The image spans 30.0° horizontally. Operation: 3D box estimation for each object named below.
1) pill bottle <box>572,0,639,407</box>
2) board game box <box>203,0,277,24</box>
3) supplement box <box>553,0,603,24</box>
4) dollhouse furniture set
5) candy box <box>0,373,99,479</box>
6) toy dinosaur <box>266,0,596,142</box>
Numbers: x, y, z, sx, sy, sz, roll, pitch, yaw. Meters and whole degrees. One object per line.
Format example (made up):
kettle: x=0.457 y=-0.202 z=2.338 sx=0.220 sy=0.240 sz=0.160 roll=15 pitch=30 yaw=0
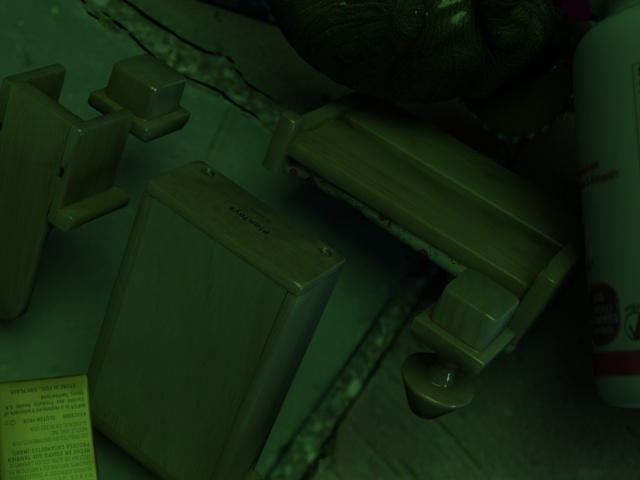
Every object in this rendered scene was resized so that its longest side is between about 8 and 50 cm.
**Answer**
pill bottle: x=0.228 y=-0.050 z=0.683 sx=0.160 sy=0.160 sz=0.283 roll=-1 pitch=83 yaw=-14
board game box: x=-0.010 y=-0.220 z=0.886 sx=0.201 sy=0.035 sz=0.136 roll=17 pitch=63 yaw=-5
supplement box: x=0.263 y=-0.244 z=0.859 sx=0.111 sy=0.220 sz=0.113 roll=17 pitch=64 yaw=-5
dollhouse furniture set: x=0.000 y=0.000 z=0.787 sx=0.303 sy=0.173 sz=0.355 roll=34 pitch=33 yaw=17
candy box: x=-0.139 y=0.177 z=0.628 sx=0.053 sy=0.109 sz=0.186 roll=-4 pitch=66 yaw=-15
toy dinosaur: x=0.059 y=-0.141 z=0.748 sx=0.314 sy=0.160 sz=0.121 roll=5 pitch=37 yaw=-16
